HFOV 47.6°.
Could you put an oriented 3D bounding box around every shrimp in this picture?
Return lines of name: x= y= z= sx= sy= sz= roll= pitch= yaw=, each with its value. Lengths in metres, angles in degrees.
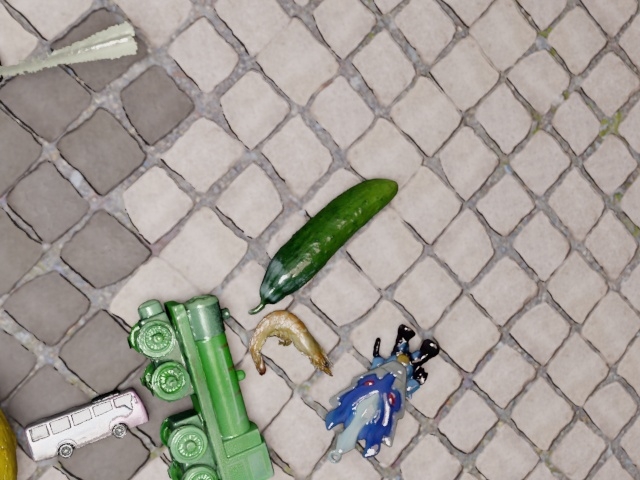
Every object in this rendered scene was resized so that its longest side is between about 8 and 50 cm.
shrimp: x=-0.039 y=0.143 z=0.897 sx=0.114 sy=0.023 sz=0.083 roll=46 pitch=81 yaw=-7

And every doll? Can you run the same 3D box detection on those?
doll: x=0.072 y=0.198 z=0.910 sx=0.096 sy=0.070 sz=0.195 roll=34 pitch=76 yaw=16

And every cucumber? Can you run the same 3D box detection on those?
cucumber: x=0.000 y=0.000 z=0.891 sx=0.250 sy=0.056 sz=0.056 roll=-43 pitch=102 yaw=-15

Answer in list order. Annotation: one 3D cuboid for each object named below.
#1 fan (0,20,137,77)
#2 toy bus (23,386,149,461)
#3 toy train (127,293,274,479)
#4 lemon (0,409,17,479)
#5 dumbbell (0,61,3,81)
fan: x=-0.393 y=-0.160 z=0.747 sx=0.415 sy=0.012 sz=0.232 roll=-11 pitch=98 yaw=-4
toy bus: x=-0.263 y=0.207 z=0.819 sx=0.131 sy=0.037 sz=0.052 roll=-18 pitch=91 yaw=-15
toy train: x=-0.137 y=0.181 z=0.838 sx=0.119 sy=0.085 sz=0.251 roll=-16 pitch=97 yaw=-22
lemon: x=-0.386 y=0.230 z=0.710 sx=0.174 sy=0.173 sz=0.206 roll=20 pitch=76 yaw=-17
dumbbell: x=-0.387 y=-0.184 z=0.778 sx=0.083 sy=0.036 sz=0.040 roll=-12 pitch=96 yaw=-17
